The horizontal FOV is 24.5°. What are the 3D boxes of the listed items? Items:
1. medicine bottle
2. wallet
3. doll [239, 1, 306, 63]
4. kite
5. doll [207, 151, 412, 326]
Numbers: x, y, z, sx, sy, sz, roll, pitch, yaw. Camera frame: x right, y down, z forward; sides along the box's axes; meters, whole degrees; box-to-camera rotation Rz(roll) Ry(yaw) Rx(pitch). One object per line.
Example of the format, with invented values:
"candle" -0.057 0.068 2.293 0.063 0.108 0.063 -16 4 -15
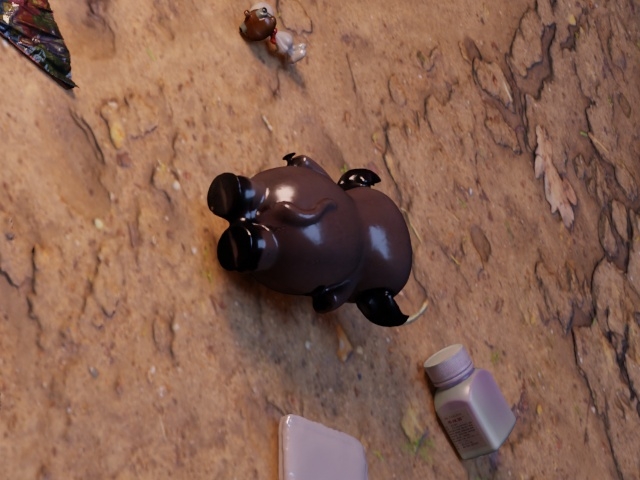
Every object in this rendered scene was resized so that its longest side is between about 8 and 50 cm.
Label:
"medicine bottle" 0.166 0.180 1.671 0.118 0.055 0.074 61 35 -9
"wallet" 0.003 0.265 1.423 0.124 0.032 0.183 28 51 -43
"doll" -0.054 -0.229 1.643 0.085 0.040 0.058 52 26 -18
"kite" -0.280 -0.246 1.371 0.189 0.009 0.232 -12 80 -55
"doll" 0.000 -0.001 1.504 0.257 0.117 0.182 11 63 -50
